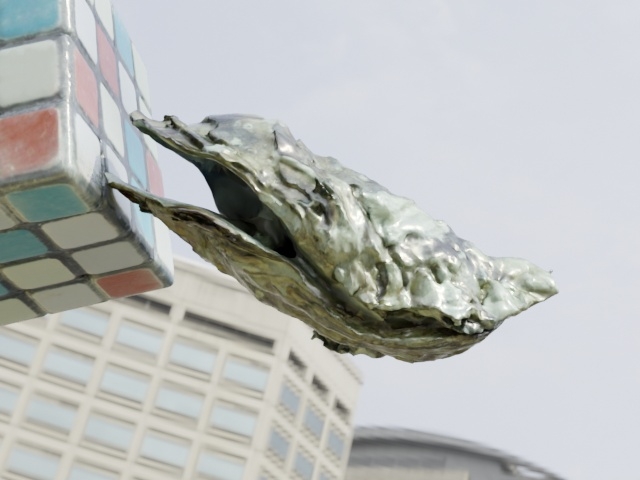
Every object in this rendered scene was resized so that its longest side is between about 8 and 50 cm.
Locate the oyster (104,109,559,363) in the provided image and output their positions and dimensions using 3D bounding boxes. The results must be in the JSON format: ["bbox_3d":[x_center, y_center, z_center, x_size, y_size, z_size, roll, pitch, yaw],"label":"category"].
[{"bbox_3d":[0.004,0.002,0.860,0.350,0.158,0.162,19,15,12],"label":"oyster"}]

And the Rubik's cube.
[{"bbox_3d":[-0.291,-0.087,0.984,0.258,0.256,0.253,-11,-25,4],"label":"Rubik's cube"}]
